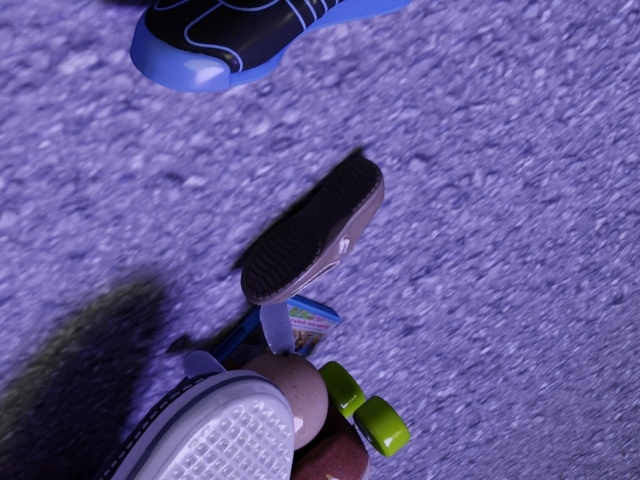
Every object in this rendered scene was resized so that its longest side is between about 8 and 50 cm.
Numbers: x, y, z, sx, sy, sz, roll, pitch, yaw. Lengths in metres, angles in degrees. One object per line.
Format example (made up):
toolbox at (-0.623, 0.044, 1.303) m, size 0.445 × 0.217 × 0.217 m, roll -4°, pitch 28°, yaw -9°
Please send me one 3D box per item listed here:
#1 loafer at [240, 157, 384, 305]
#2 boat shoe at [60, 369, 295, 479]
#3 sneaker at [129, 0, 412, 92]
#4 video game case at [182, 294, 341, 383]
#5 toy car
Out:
loafer at (0.000, 0.000, 1.316) m, size 0.148 × 0.056 × 0.050 m, roll -42°, pitch 148°, yaw 3°
boat shoe at (-0.178, 0.256, 1.357) m, size 0.186 × 0.156 × 0.500 m, roll -9°, pitch 144°, yaw -38°
sneaker at (-0.019, -0.169, 1.015) m, size 0.232 × 0.081 × 0.090 m, roll -30°, pitch 150°, yaw -36°
video game case at (-0.066, 0.113, 1.450) m, size 0.166 × 0.015 × 0.119 m, roll -46°, pitch 153°, yaw 10°
toy car at (-0.042, 0.137, 1.405) m, size 0.155 × 0.149 × 0.188 m, roll -39°, pitch 125°, yaw -12°
